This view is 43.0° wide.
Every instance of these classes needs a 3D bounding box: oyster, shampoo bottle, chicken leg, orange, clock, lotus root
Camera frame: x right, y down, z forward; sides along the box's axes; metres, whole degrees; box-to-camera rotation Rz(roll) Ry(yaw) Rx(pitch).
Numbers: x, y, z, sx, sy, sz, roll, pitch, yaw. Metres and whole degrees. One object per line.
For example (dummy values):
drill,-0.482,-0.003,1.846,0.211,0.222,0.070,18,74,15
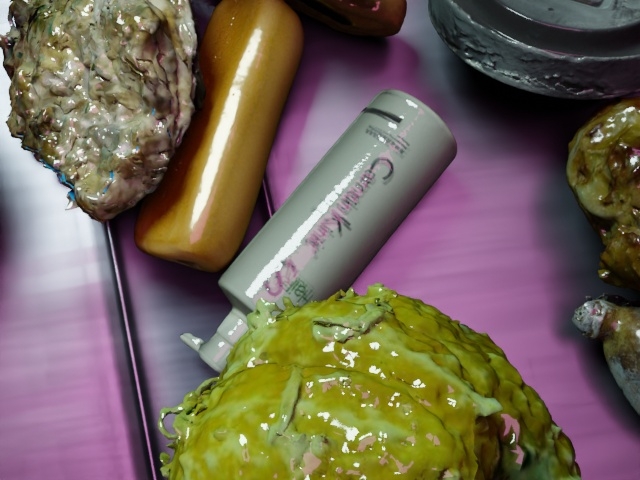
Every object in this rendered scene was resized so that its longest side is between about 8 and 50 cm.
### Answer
oyster,-0.184,-0.136,0.648,0.198,0.092,0.259,-21,80,32
shampoo bottle,0.000,0.000,0.650,0.085,0.085,0.262,39,79,7
chicken leg,0.346,0.018,0.608,0.361,0.140,0.211,38,50,10
orange,0.050,0.172,0.522,0.300,0.223,0.301,14,61,-38
clock,0.200,-0.204,0.676,0.226,0.049,0.226,2,51,-3
lotus root,0.273,0.100,0.634,0.088,0.088,0.165,-41,73,-10

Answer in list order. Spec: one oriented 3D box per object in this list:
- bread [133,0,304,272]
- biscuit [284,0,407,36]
bread,-0.076,-0.090,0.671,0.093,0.074,0.239,5,72,41
biscuit,-0.084,-0.250,0.646,0.334,0.202,0.047,24,85,2
